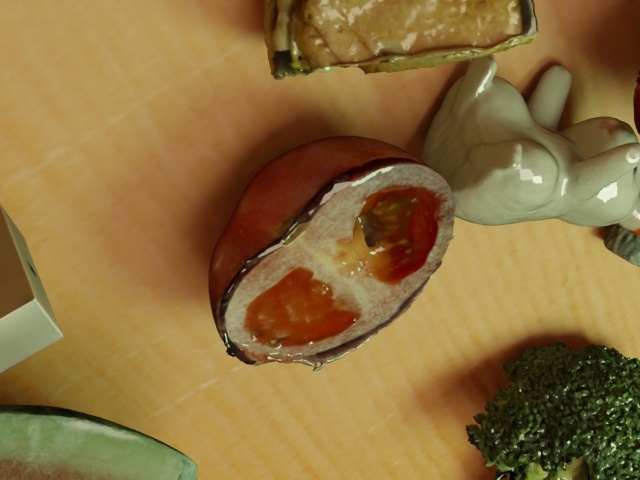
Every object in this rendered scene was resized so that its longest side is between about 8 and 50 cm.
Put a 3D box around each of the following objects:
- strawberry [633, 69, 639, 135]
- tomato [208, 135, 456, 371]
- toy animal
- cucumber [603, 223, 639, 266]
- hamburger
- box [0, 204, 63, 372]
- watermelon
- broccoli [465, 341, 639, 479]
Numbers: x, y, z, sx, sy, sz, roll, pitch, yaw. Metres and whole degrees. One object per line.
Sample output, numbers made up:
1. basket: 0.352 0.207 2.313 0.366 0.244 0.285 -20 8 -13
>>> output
1. strawberry: 0.439 -0.136 1.058 0.343 0.292 0.292 -29 132 0
2. tomato: 0.000 0.000 1.022 0.228 0.112 0.199 -39 140 6
3. toy animal: 0.227 -0.072 1.075 0.282 0.140 0.138 3 133 -25
4. cucumber: 0.341 -0.027 1.222 0.064 0.064 0.112 21 110 -37
5. hamburger: 0.050 -0.200 0.910 0.207 0.135 0.155 -16 101 7
6. box: -0.273 0.053 0.900 0.130 0.129 0.051 -31 132 -5
7. watermelon: -0.254 0.262 0.954 0.387 0.258 0.228 4 164 -33
8. broccoli: 0.281 0.281 1.338 0.252 0.221 0.361 -15 140 -10
